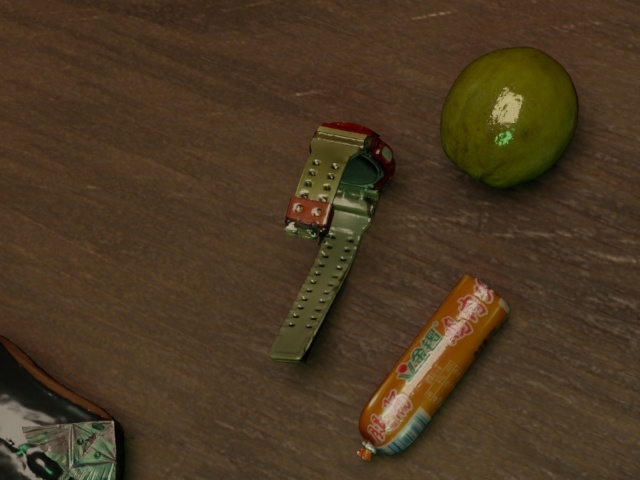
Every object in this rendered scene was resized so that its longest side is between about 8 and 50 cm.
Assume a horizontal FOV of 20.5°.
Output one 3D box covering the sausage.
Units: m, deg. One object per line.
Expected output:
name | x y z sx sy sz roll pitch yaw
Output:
sausage | 0.117 0.149 1.957 0.071 0.071 0.234 34 80 21

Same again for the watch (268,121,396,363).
watch | 0.002 -0.009 1.979 0.102 0.165 0.268 12 51 16

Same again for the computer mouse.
computer mouse | -0.364 0.219 2.017 0.323 0.116 0.183 33 85 21

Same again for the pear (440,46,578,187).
pear | 0.214 -0.139 2.005 0.149 0.149 0.162 36 91 22

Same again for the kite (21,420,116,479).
kite | -0.282 0.255 1.950 0.137 0.005 0.152 43 75 -3
